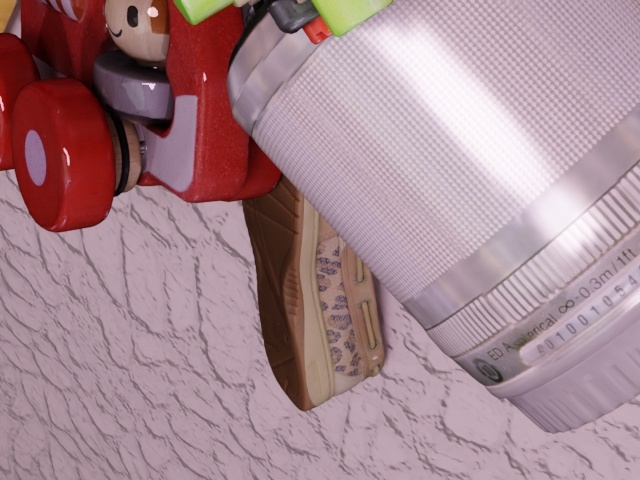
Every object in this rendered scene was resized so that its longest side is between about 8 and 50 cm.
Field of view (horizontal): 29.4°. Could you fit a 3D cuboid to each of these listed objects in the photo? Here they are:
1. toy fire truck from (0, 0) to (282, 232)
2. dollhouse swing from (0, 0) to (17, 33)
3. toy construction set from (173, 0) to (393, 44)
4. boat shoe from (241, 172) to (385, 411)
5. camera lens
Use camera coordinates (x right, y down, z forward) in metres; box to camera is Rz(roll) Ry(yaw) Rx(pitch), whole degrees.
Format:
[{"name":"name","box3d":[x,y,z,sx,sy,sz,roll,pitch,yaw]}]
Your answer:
[{"name":"toy fire truck","box3d":[-0.141,-0.158,0.842,0.302,0.169,0.254,33,127,49]},{"name":"dollhouse swing","box3d":[-0.448,-0.317,1.116,0.347,0.304,0.315,-43,46,52]},{"name":"toy construction set","box3d":[0.042,-0.166,0.440,0.215,0.327,0.151,-157,49,-80]},{"name":"boat shoe","box3d":[0.000,0.000,0.936,0.104,0.089,0.285,48,148,47]},{"name":"camera lens","box3d":[0.102,-0.063,0.659,0.274,0.219,0.219,48,142,2]}]
